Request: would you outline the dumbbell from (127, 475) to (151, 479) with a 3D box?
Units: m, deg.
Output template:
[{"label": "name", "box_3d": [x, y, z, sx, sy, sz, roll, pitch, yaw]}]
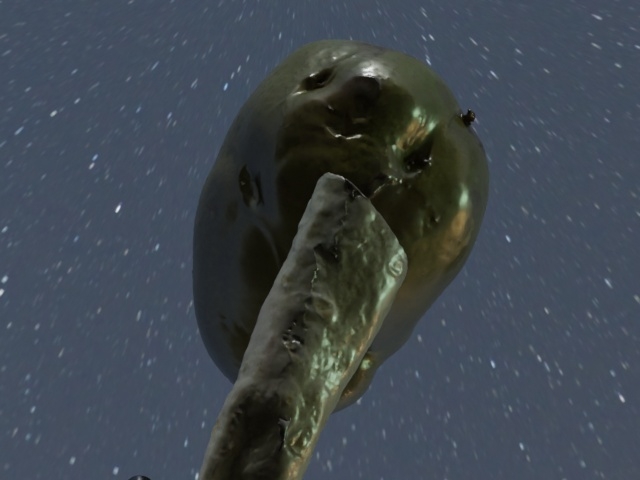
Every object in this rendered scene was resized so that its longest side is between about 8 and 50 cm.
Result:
[{"label": "dumbbell", "box_3d": [-0.127, 0.294, 0.908, 0.143, 0.325, 0.143, -2, -46, -2]}]

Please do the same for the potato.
[{"label": "potato", "box_3d": [0.002, 0.002, 1.144, 0.218, 0.202, 0.351, 22, -61, -8]}]

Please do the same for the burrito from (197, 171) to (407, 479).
[{"label": "burrito", "box_3d": [-0.013, 0.078, 0.829, 0.087, 0.060, 0.226, 36, -109, -37]}]
